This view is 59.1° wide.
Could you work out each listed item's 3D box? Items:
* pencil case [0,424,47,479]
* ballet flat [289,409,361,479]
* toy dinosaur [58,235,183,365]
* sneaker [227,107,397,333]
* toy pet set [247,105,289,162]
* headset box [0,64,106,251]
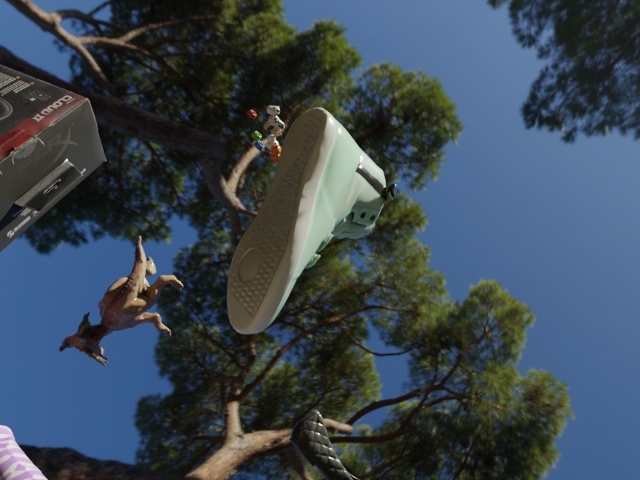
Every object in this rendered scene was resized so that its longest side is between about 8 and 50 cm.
[{"bbox_3d":[-0.408,0.335,0.764,0.206,0.088,0.087,29,-77,28],"label":"pencil case"},{"bbox_3d":[0.029,0.282,0.696,0.049,0.057,0.173,-44,-71,-17],"label":"ballet flat"},{"bbox_3d":[-0.396,0.136,1.107,0.127,0.200,0.296,46,-47,19],"label":"toy dinosaur"},{"bbox_3d":[0.000,0.000,0.634,0.094,0.151,0.256,9,-107,48],"label":"sneaker"},{"bbox_3d":[-0.043,-0.158,0.844,0.065,0.114,0.122,-43,-144,19],"label":"toy pet set"},{"bbox_3d":[-0.440,-0.115,0.705,0.293,0.110,0.218,22,-129,14],"label":"headset box"}]
